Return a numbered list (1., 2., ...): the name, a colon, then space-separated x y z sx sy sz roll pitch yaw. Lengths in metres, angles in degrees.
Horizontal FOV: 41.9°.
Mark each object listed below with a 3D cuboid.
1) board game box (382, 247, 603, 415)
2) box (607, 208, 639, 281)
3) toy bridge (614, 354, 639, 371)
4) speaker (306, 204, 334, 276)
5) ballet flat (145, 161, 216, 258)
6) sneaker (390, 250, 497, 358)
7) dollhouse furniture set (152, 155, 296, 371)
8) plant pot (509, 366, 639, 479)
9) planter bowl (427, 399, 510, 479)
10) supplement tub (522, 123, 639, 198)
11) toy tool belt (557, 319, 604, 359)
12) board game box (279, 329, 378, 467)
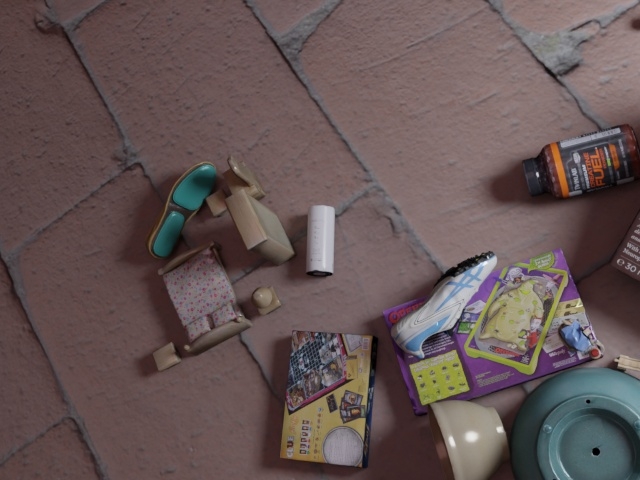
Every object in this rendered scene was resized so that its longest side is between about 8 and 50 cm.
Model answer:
1. board game box: 0.306 0.169 1.516 0.347 0.056 0.208 -20 75 13
2. box: 0.647 -0.081 1.337 0.191 0.143 0.381 32 112 23
3. toy bridge: 0.588 0.224 1.395 0.188 0.063 0.026 12 81 21
4. speaker: 0.000 0.000 1.656 0.055 0.055 0.136 -3 75 18
5. ballet flat: -0.304 -0.072 1.771 0.232 0.080 0.073 -58 32 -4
6. sneaker: 0.231 0.113 1.496 0.237 0.085 0.086 -44 94 0
7. dollhouse furniture set: -0.253 0.041 1.668 0.356 0.174 0.303 -30 69 9
8. plant pot: 0.442 0.341 1.344 0.293 0.196 0.292 -5 75 18
9. planter bowl: 0.259 0.345 1.435 0.109 0.162 0.162 -14 72 -3
10. supplement tub: 0.468 -0.136 1.505 0.198 0.106 0.106 -15 72 15
11. toy tool belt: 0.441 0.167 1.418 0.052 0.051 0.083 -45 68 4
12. board game box: 0.016 0.297 1.582 0.165 0.042 0.243 2 77 19
